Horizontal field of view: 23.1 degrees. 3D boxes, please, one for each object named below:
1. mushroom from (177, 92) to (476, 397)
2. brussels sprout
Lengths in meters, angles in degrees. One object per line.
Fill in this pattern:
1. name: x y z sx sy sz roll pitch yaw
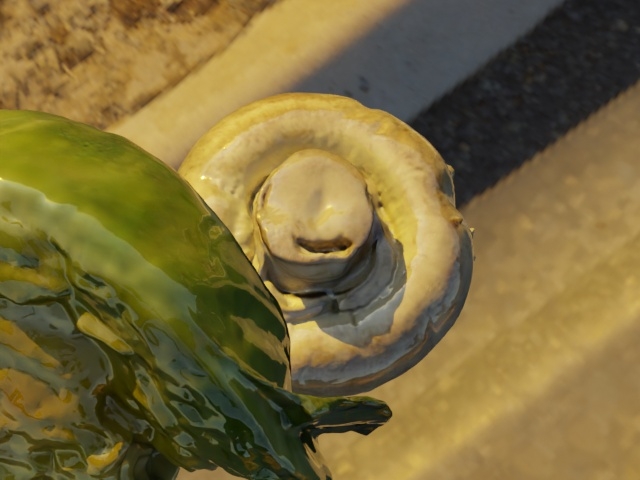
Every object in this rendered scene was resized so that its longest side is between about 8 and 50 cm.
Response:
1. mushroom: 0.000 0.000 0.818 0.166 0.127 0.166 3 73 -10
2. brussels sprout: -0.074 0.021 0.446 0.181 0.139 0.100 42 55 6
